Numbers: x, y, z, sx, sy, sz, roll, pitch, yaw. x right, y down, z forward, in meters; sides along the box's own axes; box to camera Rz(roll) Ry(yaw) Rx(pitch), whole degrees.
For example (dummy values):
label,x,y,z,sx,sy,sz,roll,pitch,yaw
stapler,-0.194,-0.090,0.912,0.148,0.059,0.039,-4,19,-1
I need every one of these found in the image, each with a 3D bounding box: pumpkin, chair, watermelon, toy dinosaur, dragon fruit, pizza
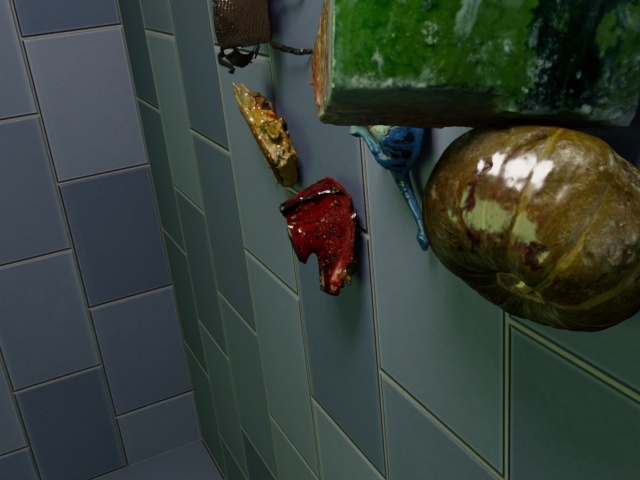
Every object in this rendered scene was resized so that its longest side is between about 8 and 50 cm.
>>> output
label,x,y,z,sx,sy,sz,roll,pitch,yaw
pumpkin,0.199,-0.020,0.622,0.219,0.162,0.219,33,169,8
chair,-0.119,-0.372,1.188,0.213,0.149,0.174,-136,35,-58
watermelon,0.127,-0.162,0.628,0.302,0.264,0.151,120,150,-73
toy dinosaur,0.092,-0.148,0.919,0.144,0.076,0.329,37,141,46
dragon fruit,0.015,0.003,1.152,0.092,0.122,0.192,15,117,48
pizza,-0.091,-0.197,1.338,0.226,0.069,0.147,61,176,37
